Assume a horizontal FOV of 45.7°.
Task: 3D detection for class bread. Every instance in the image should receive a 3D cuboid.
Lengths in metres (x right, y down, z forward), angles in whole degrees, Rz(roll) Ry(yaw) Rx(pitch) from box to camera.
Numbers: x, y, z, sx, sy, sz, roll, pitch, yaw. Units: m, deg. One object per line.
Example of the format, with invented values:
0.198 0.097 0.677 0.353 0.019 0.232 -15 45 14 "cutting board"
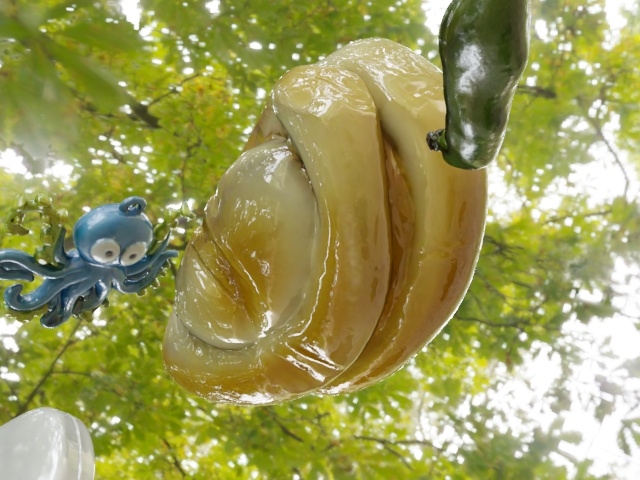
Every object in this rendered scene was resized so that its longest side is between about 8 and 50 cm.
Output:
-0.022 -0.014 0.806 0.245 0.329 0.424 -1 -39 -34 "bread"

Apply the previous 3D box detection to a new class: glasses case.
-0.198 0.163 0.409 0.197 0.076 0.049 -38 -47 13 "glasses case"

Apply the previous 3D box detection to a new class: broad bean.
0.098 -0.100 0.477 0.046 0.061 0.195 -32 -23 -18 "broad bean"

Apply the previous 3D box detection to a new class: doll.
-0.422 0.044 1.391 0.346 0.099 0.341 15 -61 -43 "doll"
